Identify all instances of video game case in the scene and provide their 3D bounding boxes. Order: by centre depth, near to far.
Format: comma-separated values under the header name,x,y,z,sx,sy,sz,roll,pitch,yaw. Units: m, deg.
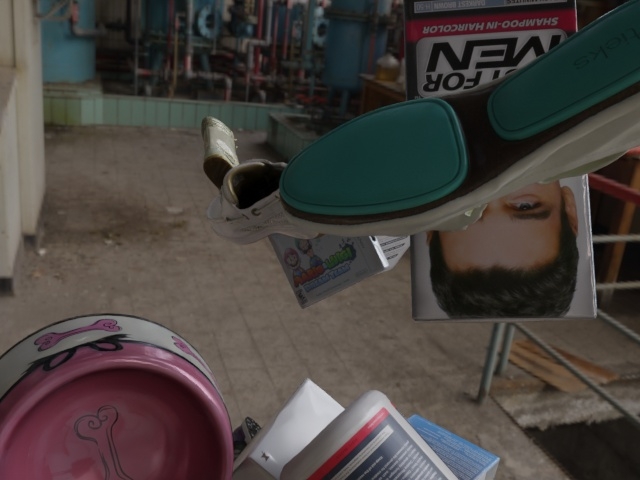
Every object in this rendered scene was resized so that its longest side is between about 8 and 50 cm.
name,x,y,z,sx,sy,sz,roll,pitch,yaw
video game case,0.000,0.000,0.907,0.157,0.143,0.019,-30,-6,39

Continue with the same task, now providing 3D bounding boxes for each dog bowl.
name,x,y,z,sx,sy,sz,roll,pitch,yaw
dog bowl,-0.308,0.318,0.996,0.407,0.409,0.150,-4,5,-26

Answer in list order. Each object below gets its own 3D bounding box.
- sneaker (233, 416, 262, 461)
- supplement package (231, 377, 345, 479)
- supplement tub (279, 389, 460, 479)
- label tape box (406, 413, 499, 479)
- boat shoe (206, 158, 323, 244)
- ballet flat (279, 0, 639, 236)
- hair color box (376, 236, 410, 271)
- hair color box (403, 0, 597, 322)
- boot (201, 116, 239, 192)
name,x,y,z,sx,sy,sz,roll,pitch,yaw
sneaker,-0.174,0.521,1.560,0.107,0.124,0.283,48,1,-13
supplement package,-0.052,0.403,1.178,0.175,0.293,0.177,39,50,4
supplement tub,0.095,0.359,0.930,0.272,0.191,0.191,47,32,12
label tape box,0.236,0.558,1.630,0.249,0.115,0.347,22,19,32
boat shoe,-0.079,-0.059,0.859,0.096,0.098,0.277,40,-24,-28
ballet flat,0.153,-0.076,0.624,0.400,0.139,0.139,-22,8,25
hair color box,0.127,-0.050,1.399,0.173,0.347,0.105,-17,63,-32
hair color box,0.190,-0.097,0.770,0.185,0.375,0.113,-2,-8,8
boot,-0.204,-0.162,1.555,0.077,0.213,0.165,-23,47,8
